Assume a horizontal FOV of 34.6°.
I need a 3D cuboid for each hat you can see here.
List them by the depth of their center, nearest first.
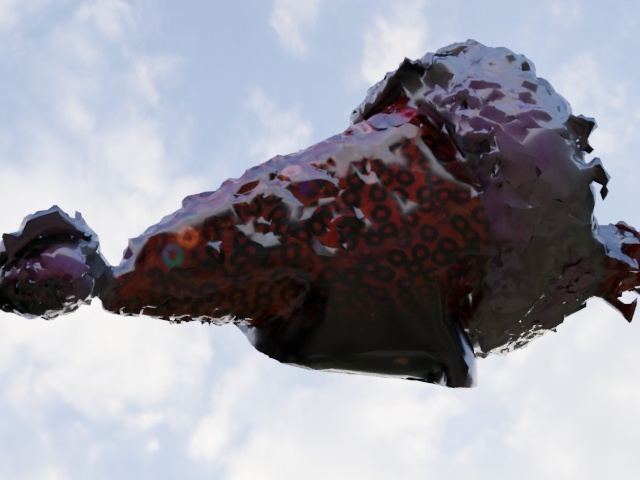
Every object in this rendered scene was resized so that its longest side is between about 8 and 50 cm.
[{"bbox_3d":[0.001,0.004,0.361,0.227,0.140,0.129,-11,-39,-32],"label":"hat"}]
